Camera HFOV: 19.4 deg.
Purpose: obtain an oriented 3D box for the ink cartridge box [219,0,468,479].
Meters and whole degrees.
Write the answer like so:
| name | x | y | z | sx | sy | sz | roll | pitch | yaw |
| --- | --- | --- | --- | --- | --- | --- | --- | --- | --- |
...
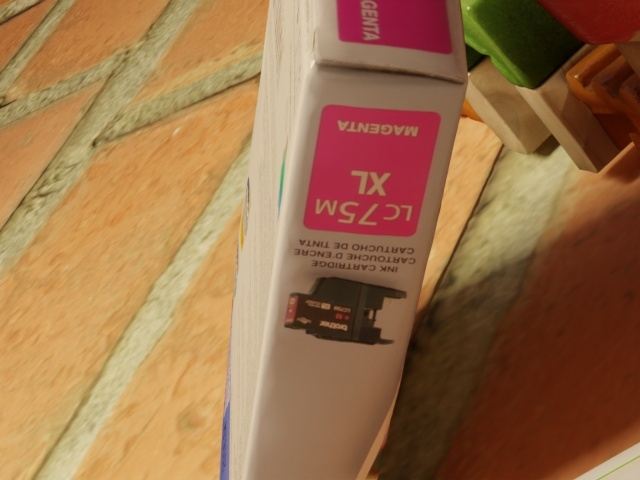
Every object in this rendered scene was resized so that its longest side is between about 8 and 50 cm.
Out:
| name | x | y | z | sx | sy | sz | roll | pitch | yaw |
| --- | --- | --- | --- | --- | --- | --- | --- | --- | --- |
| ink cartridge box | 0.000 | 0.000 | 0.749 | 0.186 | 0.065 | 0.311 | -91 | 11 | -48 |

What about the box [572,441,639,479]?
| name | x | y | z | sx | sy | sz | roll | pitch | yaw |
| --- | --- | --- | --- | --- | --- | --- | --- | --- | --- |
| box | 0.095 | 0.165 | 0.409 | 0.231 | 0.127 | 0.262 | -34 | 23 | 18 |

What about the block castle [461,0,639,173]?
| name | x | y | z | sx | sy | sz | roll | pitch | yaw |
| --- | --- | --- | --- | --- | --- | --- | --- | --- | --- |
| block castle | 0.145 | -0.204 | 0.882 | 0.303 | 0.213 | 0.453 | -43 | 20 | -7 |
